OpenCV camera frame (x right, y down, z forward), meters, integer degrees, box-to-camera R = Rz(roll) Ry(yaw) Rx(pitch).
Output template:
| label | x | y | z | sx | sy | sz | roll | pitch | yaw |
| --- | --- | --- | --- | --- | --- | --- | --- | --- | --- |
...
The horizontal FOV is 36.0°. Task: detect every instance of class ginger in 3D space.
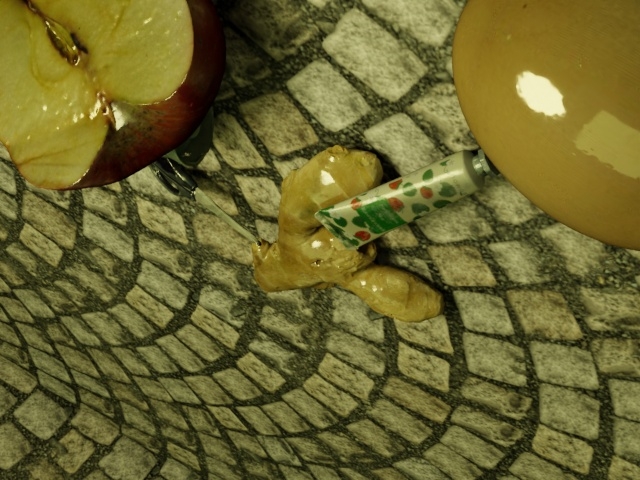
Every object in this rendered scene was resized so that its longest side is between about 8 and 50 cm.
| label | x | y | z | sx | sy | sz | roll | pitch | yaw |
| --- | --- | --- | --- | --- | --- | --- | --- | --- | --- |
| ginger | -0.011 | 0.003 | 1.594 | 0.348 | 0.122 | 0.363 | -3 | 142 | 31 |

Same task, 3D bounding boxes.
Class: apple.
| label | x | y | z | sx | sy | sz | roll | pitch | yaw |
| --- | --- | --- | --- | --- | --- | --- | --- | --- | --- |
| apple | -0.317 | -0.261 | 1.345 | 0.365 | 0.329 | 0.295 | 48 | 159 | 16 |

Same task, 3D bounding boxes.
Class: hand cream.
| label | x | y | z | sx | sy | sz | roll | pitch | yaw |
| --- | --- | --- | --- | --- | --- | --- | --- | --- | --- |
| hand cream | 0.124 | -0.059 | 1.393 | 0.276 | 0.059 | 0.095 | -25 | 127 | 31 |

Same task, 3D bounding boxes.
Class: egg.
| label | x | y | z | sx | sy | sz | roll | pitch | yaw |
| --- | --- | --- | --- | --- | --- | --- | --- | --- | --- |
| egg | 0.311 | -0.151 | 0.978 | 0.374 | 0.301 | 0.301 | 35 | 148 | 20 |

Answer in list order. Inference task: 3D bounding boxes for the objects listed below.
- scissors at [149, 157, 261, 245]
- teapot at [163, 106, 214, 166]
| label | x | y | z | sx | sy | sz | roll | pitch | yaw |
| --- | --- | --- | --- | --- | --- | --- | --- | --- | --- |
| scissors | -0.200 | -0.074 | 1.663 | 0.300 | 0.022 | 0.109 | 36 | 151 | 28 |
| teapot | -0.288 | -0.187 | 1.568 | 0.225 | 0.171 | 0.203 | 8 | 171 | 22 |
